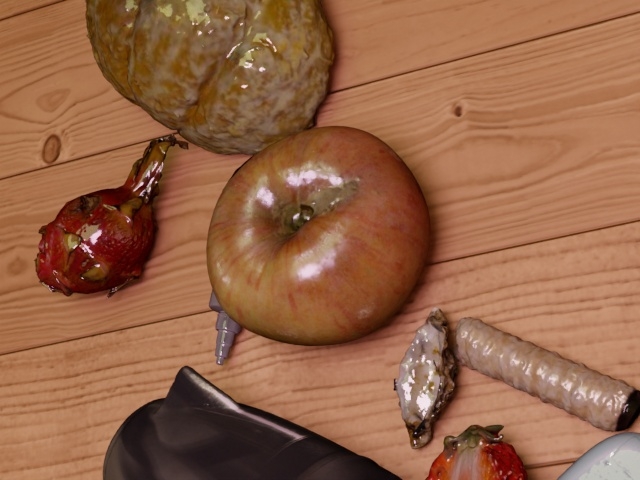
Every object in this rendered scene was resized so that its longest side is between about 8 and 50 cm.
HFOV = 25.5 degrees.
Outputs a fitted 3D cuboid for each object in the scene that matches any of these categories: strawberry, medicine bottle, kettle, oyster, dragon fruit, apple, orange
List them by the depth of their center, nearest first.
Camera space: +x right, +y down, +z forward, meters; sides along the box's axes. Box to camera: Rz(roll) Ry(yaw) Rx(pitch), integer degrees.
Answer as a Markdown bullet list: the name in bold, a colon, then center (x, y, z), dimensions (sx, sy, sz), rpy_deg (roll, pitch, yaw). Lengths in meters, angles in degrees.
- **strawberry**: center (0.164, 0.280, 1.449), dimensions (0.082, 0.146, 0.187), rpy_deg (16, 73, -14)
- **kettle**: center (-0.100, 0.320, 1.518), dimensions (0.324, 0.228, 0.321), rpy_deg (24, 114, 35)
- **oyster**: center (0.121, 0.154, 1.542), dimensions (0.103, 0.051, 0.148), rpy_deg (-133, 62, -71)
- **apple**: center (0.000, 0.000, 1.578), dimensions (0.261, 0.194, 0.260), rpy_deg (-7, 69, 20)
- **medicine bottle**: center (-0.099, 0.052, 1.683), dimensions (0.058, 0.057, 0.199), rpy_deg (6, 75, 26)
- **dragon fruit**: center (-0.250, -0.032, 1.745), dimensions (0.246, 0.125, 0.125), rpy_deg (-56, 28, -4)
- **orange**: center (-0.154, -0.277, 1.746), dimensions (0.369, 0.210, 0.271), rpy_deg (39, 93, 33)

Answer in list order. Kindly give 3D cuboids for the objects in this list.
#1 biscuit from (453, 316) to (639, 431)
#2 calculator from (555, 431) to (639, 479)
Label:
- **biscuit**: center (0.235, 0.143, 1.498), dimensions (0.219, 0.055, 0.061), rpy_deg (25, 127, 29)
- **calculator**: center (0.303, 0.299, 1.414), dimensions (0.295, 0.042, 0.184), rpy_deg (-46, 60, 5)
